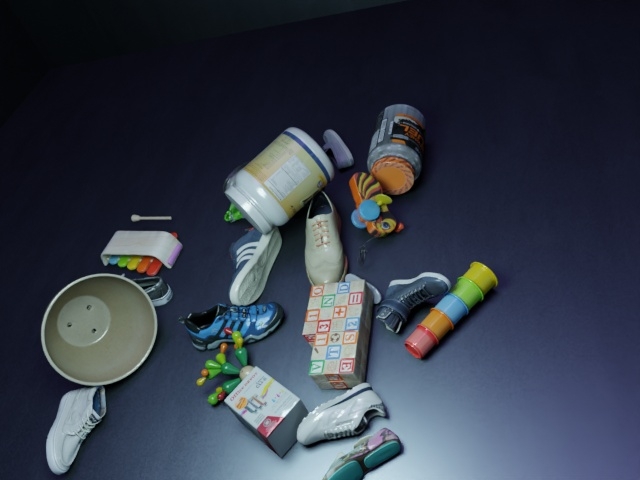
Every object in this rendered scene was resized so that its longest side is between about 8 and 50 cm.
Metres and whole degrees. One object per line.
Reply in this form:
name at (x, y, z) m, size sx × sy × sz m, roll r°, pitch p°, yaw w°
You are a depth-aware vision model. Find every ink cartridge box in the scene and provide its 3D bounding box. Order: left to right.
ink cartridge box at (-0.136, 0.444, 1.481) m, size 0.176 × 0.127 × 0.128 m, roll 25°, pitch 60°, yaw 38°

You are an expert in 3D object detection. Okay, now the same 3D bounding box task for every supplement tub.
supplement tub at (-0.134, -0.192, 1.866) m, size 0.316 × 0.228 × 0.228 m, roll -44°, pitch 48°, yaw -8°
supplement tub at (0.273, -0.324, 2.030) m, size 0.194 × 0.193 × 0.316 m, roll -2°, pitch 48°, yaw 19°

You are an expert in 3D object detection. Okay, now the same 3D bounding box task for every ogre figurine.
ogre figurine at (-0.268, -0.143, 2.126) m, size 0.197 × 0.097 × 0.118 m, roll -34°, pitch 33°, yaw -29°

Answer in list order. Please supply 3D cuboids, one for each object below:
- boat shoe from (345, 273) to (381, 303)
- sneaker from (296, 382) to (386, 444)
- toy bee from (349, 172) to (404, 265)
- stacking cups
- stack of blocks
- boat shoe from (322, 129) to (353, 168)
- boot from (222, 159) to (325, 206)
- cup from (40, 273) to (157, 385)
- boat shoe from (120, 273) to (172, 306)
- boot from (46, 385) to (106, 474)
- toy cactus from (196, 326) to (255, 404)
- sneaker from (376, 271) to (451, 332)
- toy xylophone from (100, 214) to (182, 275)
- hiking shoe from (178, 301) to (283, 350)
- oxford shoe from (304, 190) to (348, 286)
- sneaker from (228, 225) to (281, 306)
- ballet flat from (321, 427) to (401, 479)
boat shoe at (0.137, 0.143, 1.733) m, size 0.142 × 0.049 × 0.040 m, roll 36°, pitch 24°, yaw 32°
sneaker at (0.050, 0.456, 1.437) m, size 0.235 × 0.090 × 0.095 m, roll -30°, pitch 54°, yaw -8°
toy bee at (0.185, -0.074, 1.870) m, size 0.162 × 0.298 × 0.195 m, roll 0°, pitch 4°, yaw -17°
stacking cups at (0.357, 0.198, 1.579) m, size 0.316 × 0.096 × 0.096 m, roll -43°, pitch 48°, yaw -15°
stack of blocks at (0.045, 0.263, 1.605) m, size 0.171 × 0.087 × 0.297 m, roll -9°, pitch 47°, yaw 23°
boat shoe at (0.049, -0.358, 2.226) m, size 0.081 × 0.079 × 0.227 m, roll -24°, pitch 47°, yaw -9°
boot at (-0.159, -0.192, 2.034) m, size 0.338 × 0.118 × 0.223 m, roll -27°, pitch 59°, yaw -30°
cup at (-0.710, 0.263, 1.774) m, size 0.331 × 0.331 × 0.237 m, roll -48°, pitch 25°, yaw -25°
boat shoe at (-0.668, 0.180, 1.949) m, size 0.306 × 0.105 × 0.113 m, roll -5°, pitch 46°, yaw 15°
boot at (-0.691, 0.527, 1.626) m, size 0.123 × 0.095 × 0.258 m, roll -22°, pitch 42°, yaw 9°
toy cactus at (-0.243, 0.363, 1.616) m, size 0.180 × 0.112 × 0.219 m, roll 14°, pitch 58°, yaw 10°
sneaker at (0.252, 0.177, 1.584) m, size 0.226 × 0.086 × 0.163 m, roll -21°, pitch 27°, yaw 51°
toy xylophone at (-0.665, 0.012, 2.129) m, size 0.323 × 0.081 × 0.236 m, roll 8°, pitch 51°, yaw 27°
hiking shoe at (-0.263, 0.245, 1.717) m, size 0.304 × 0.132 × 0.113 m, roll -18°, pitch 44°, yaw 2°
oxford shoe at (0.000, 0.000, 1.844) m, size 0.140 × 0.146 × 0.397 m, roll -14°, pitch 43°, yaw 7°
sneaker at (-0.252, 0.080, 1.883) m, size 0.148 × 0.131 × 0.350 m, roll 2°, pitch 39°, yaw 20°
ballet flat at (0.089, 0.525, 1.369) m, size 0.221 × 0.077 × 0.079 m, roll -28°, pitch 26°, yaw -15°
